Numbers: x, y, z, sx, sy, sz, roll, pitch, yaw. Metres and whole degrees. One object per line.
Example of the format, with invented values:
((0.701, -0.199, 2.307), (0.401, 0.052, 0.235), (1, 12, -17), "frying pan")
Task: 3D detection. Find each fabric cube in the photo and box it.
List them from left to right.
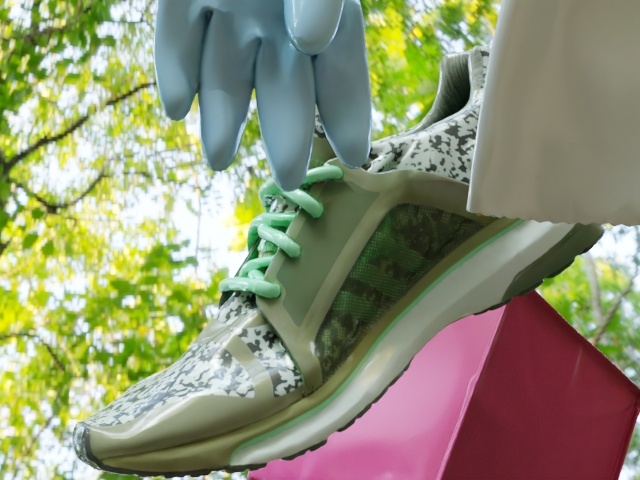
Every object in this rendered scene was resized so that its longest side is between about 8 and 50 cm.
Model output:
((0.134, 0.203, 1.122), (0.259, 0.258, 0.254), (41, -118, -32), "fabric cube")

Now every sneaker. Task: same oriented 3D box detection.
((0.000, 0.000, 0.713), (0.410, 0.158, 0.182), (-32, -76, -27), "sneaker")

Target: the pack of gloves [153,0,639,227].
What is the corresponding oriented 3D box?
((0.046, -0.125, 0.362), (0.195, 0.046, 0.232), (4, -89, -6), "pack of gloves")
